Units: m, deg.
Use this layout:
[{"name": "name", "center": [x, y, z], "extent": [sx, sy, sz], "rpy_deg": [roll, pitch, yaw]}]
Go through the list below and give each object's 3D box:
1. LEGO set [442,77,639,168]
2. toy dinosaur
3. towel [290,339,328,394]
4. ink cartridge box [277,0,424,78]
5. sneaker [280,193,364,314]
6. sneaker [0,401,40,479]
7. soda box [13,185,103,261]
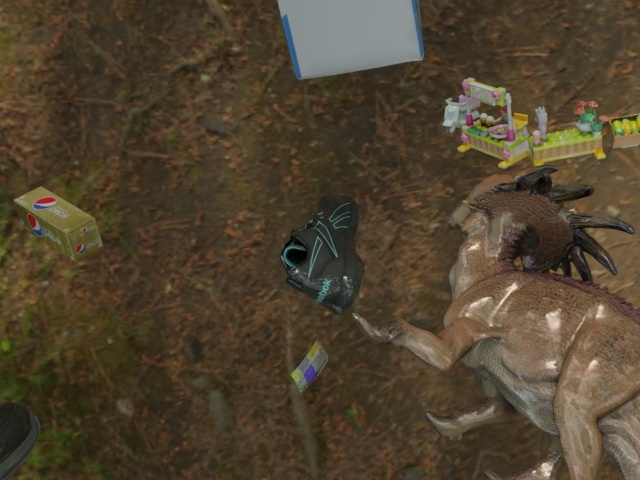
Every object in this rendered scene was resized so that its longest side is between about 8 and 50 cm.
[{"name": "LEGO set", "center": [0.291, -0.172, 1.309], "extent": [0.287, 0.132, 0.107], "rpy_deg": [10, 128, 32]}, {"name": "toy dinosaur", "center": [0.162, 0.064, 0.642], "extent": [0.200, 0.127, 0.295], "rpy_deg": [-42, 64, -9]}, {"name": "towel", "center": [-0.018, 0.212, 1.630], "extent": [0.083, 0.009, 0.060], "rpy_deg": [-54, 31, 13]}, {"name": "ink cartridge box", "center": [0.038, -0.345, 1.263], "extent": [0.168, 0.233, 0.171], "rpy_deg": [-9, 123, 9]}, {"name": "sneaker", "center": [0.000, 0.000, 1.422], "extent": [0.106, 0.267, 0.101], "rpy_deg": [17, 118, -13]}, {"name": "sneaker", "center": [-0.461, 0.218, 0.987], "extent": [0.125, 0.340, 0.140], "rpy_deg": [11, 114, 61]}, {"name": "soda box", "center": [-0.448, -0.030, 1.652], "extent": [0.181, 0.058, 0.061], "rpy_deg": [25, 136, 40]}]
